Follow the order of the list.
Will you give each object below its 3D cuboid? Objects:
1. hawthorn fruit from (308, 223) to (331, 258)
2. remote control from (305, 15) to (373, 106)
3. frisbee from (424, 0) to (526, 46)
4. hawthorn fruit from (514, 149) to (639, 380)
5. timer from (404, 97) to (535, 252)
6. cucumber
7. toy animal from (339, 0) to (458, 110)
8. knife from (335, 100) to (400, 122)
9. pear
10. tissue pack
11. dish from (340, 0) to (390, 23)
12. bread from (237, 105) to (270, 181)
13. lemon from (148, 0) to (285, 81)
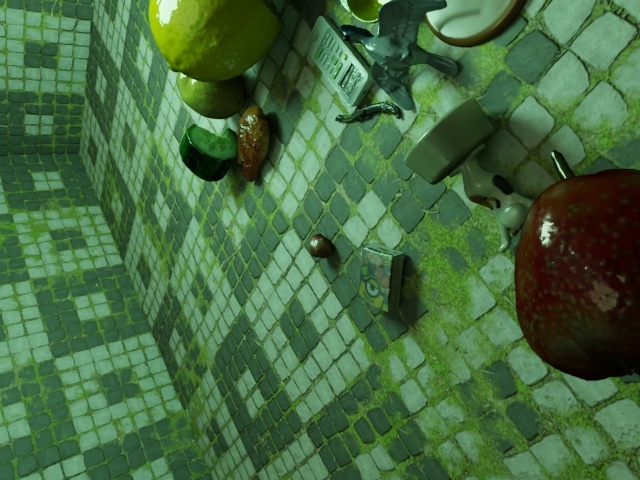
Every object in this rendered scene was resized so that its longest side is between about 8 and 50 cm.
[{"bbox_3d":[0.000,0.000,1.325,0.066,0.066,0.103,-5,79,50],"label":"hawthorn fruit"},{"bbox_3d":[0.046,-0.457,1.178,0.250,0.034,0.103,59,137,22],"label":"remote control"},{"bbox_3d":[0.292,-0.505,0.884,0.250,0.021,0.251,17,113,48],"label":"frisbee"},{"bbox_3d":[0.413,0.023,0.682,0.284,0.284,0.369,-37,61,48],"label":"hawthorn fruit"},{"bbox_3d":[0.309,-0.114,0.879,0.266,0.175,0.175,50,135,8],"label":"timer"},{"bbox_3d":[-0.386,-0.306,1.606,0.130,0.191,0.191,-48,62,44],"label":"cucumber"},{"bbox_3d":[0.161,-0.404,0.970,0.239,0.255,0.177,103,176,-54],"label":"toy animal"},{"bbox_3d":[0.109,-0.317,1.145,0.222,0.021,0.046,12,110,48],"label":"knife"},{"bbox_3d":[-0.350,-0.503,1.519,0.188,0.211,0.229,-46,49,24],"label":"pear"},{"bbox_3d":[0.151,0.090,1.159,0.108,0.060,0.148,19,111,46],"label":"tissue pack"},{"bbox_3d":[0.128,-0.560,1.020,0.207,0.080,0.149,39,130,37],"label":"dish"},{"bbox_3d":[-0.227,-0.307,1.496,0.139,0.095,0.269,64,143,29],"label":"bread"},{"bbox_3d":[-0.307,-0.608,1.278,0.364,0.364,0.365,15,110,48],"label":"lemon"}]
